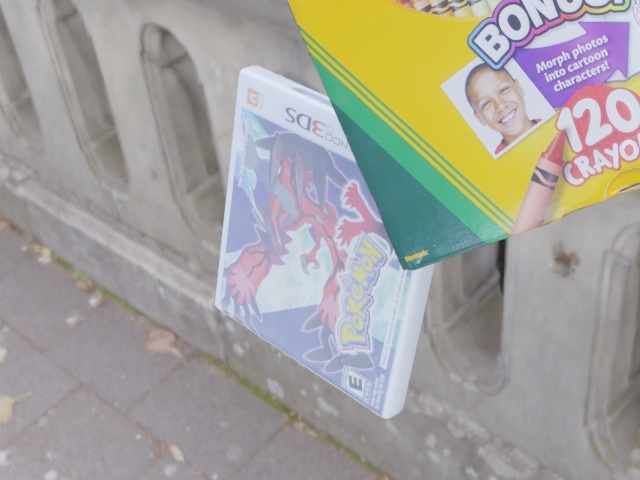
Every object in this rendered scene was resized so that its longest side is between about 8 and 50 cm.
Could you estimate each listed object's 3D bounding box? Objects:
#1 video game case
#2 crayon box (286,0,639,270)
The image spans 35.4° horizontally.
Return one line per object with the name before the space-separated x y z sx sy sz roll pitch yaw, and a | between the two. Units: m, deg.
video game case | 0.000 0.000 0.708 0.183 0.201 0.023 29 34 34
crayon box | 0.134 -0.107 0.488 0.278 0.165 0.081 -22 2 38
